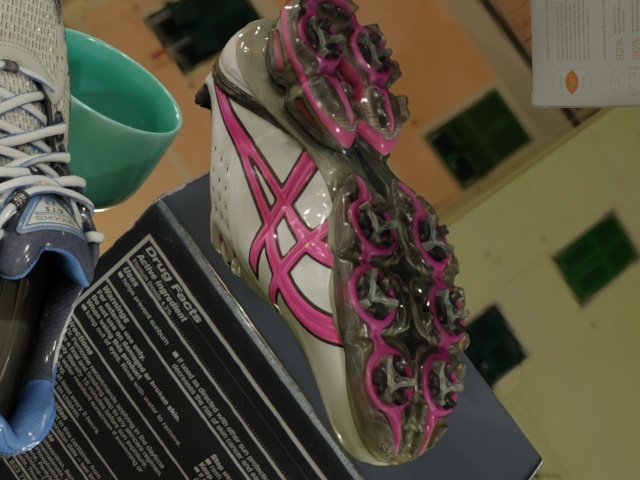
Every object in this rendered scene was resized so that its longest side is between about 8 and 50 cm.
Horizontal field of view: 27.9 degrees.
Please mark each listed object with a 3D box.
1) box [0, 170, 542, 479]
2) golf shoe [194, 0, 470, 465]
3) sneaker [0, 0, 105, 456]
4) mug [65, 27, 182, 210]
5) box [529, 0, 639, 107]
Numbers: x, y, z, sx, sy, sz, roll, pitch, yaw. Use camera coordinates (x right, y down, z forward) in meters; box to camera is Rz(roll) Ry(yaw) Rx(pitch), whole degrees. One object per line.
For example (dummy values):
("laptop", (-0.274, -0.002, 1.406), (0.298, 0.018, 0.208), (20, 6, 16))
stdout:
("box", (-0.059, 0.134, 0.914), (0.294, 0.183, 0.296), (-37, -92, 38))
("golf shoe", (0.000, 0.000, 0.486), (0.086, 0.067, 0.186), (-31, -120, 35))
("sneaker", (-0.076, -0.010, 0.322), (0.058, 0.052, 0.135), (7, -86, 47))
("mug", (-0.194, -0.087, 0.967), (0.097, 0.158, 0.129), (-53, -134, 23))
("box", (0.319, -0.210, 1.377), (0.171, 0.091, 0.130), (4, -77, 35))
